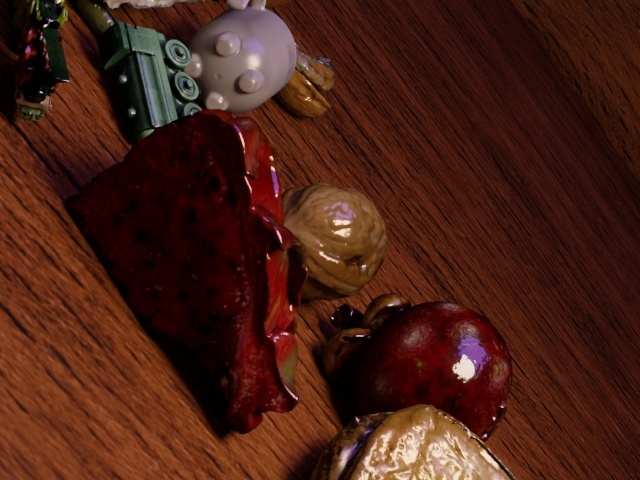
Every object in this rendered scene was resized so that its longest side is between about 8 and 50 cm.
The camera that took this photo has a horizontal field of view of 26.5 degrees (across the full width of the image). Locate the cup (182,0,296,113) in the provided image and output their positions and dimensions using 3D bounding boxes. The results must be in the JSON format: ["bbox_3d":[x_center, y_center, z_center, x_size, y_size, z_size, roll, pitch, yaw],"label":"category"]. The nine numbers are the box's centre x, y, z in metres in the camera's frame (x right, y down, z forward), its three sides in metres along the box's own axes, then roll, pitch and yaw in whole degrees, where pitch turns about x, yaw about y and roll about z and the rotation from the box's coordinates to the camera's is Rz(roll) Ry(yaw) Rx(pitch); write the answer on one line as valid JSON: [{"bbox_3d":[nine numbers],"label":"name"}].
[{"bbox_3d":[-0.103,-0.253,1.833,0.134,0.173,0.142,44,25,-3],"label":"cup"}]

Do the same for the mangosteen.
[{"bbox_3d":[0.115,0.164,1.726,0.257,0.215,0.215,30,17,17],"label":"mangosteen"}]

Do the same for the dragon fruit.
[{"bbox_3d":[-0.064,0.017,1.502,0.329,0.228,0.286,58,22,8],"label":"dragon fruit"}]

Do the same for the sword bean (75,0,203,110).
[{"bbox_3d":[-0.215,-0.216,1.743,0.269,0.038,0.043,46,50,-23],"label":"sword bean"}]

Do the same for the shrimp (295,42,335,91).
[{"bbox_3d":[-0.035,-0.297,2.162,0.150,0.051,0.217,41,10,-2],"label":"shrimp"}]

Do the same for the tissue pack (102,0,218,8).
[{"bbox_3d":[-0.227,-0.528,1.728,0.253,0.264,0.416,-18,75,-57],"label":"tissue pack"}]

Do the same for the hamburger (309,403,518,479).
[{"bbox_3d":[0.115,0.321,1.530,0.259,0.144,0.283,-37,95,-36],"label":"hamburger"}]

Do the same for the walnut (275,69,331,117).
[{"bbox_3d":[-0.039,-0.223,2.065,0.121,0.052,0.091,41,-1,-32],"label":"walnut"}]

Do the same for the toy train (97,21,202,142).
[{"bbox_3d":[-0.205,-0.181,1.660,0.111,0.071,0.170,4,63,-43],"label":"toy train"}]

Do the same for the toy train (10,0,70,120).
[{"bbox_3d":[-0.312,-0.226,1.505,0.053,0.085,0.249,13,40,-23],"label":"toy train"}]

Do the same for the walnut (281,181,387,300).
[{"bbox_3d":[0.000,0.000,1.735,0.184,0.155,0.155,16,46,-62],"label":"walnut"}]

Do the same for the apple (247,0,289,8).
[{"bbox_3d":[-0.093,-0.467,2.111,0.211,0.188,0.211,39,32,-30],"label":"apple"}]
